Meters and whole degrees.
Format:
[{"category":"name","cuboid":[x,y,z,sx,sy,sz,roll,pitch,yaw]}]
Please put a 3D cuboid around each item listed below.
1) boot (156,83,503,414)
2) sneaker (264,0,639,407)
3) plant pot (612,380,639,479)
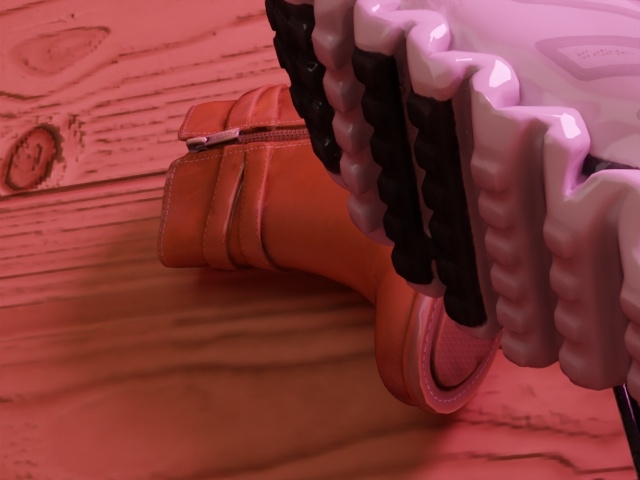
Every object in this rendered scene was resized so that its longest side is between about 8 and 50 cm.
[{"category":"boot","cuboid":[0.000,0.000,0.765,0.152,0.073,0.197,-5,40,17]},{"category":"sneaker","cuboid":[0.104,-0.015,0.497,0.292,0.110,0.118,35,64,30]},{"category":"plant pot","cuboid":[0.198,0.063,0.567,0.188,0.167,0.187,-18,49,10]}]
